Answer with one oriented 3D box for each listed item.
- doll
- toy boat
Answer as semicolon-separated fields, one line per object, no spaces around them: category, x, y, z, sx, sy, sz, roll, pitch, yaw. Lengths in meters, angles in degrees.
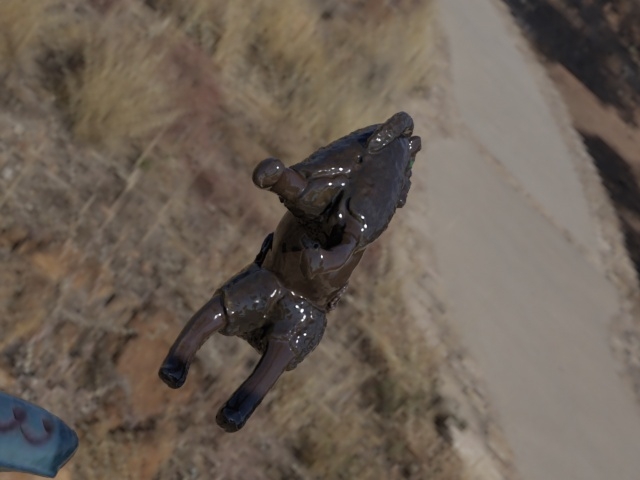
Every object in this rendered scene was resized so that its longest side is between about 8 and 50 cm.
doll;0.000;0.000;0.654;0.057;0.139;0.165;34;30;12
toy boat;-0.263;0.108;0.889;0.208;0.134;0.078;21;72;-41
